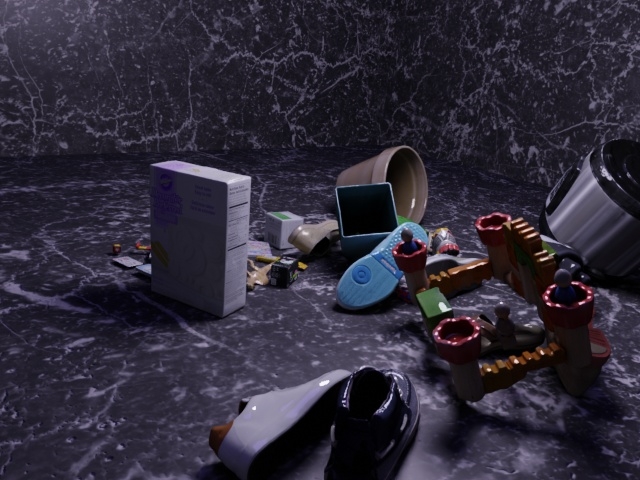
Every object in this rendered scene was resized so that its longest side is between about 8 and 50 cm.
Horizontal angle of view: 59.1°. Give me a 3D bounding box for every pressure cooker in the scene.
[{"bbox_3d":[0.929,-0.067,1.834,0.370,0.420,0.375,8,51,-13],"label":"pressure cooker"}]

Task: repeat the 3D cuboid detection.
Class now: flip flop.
[{"bbox_3d":[0.387,0.209,1.304,0.277,0.080,0.112,-3,19,-6],"label":"flip flop"}]

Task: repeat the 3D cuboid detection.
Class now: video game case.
[{"bbox_3d":[-0.203,0.028,1.791,0.087,0.011,0.122,3,19,-11],"label":"video game case"}]

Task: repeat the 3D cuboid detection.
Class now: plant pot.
[{"bbox_3d":[0.222,-0.196,2.216,0.280,0.323,0.323,-1,10,38],"label":"plant pot"},{"bbox_3d":[0.131,-0.041,1.729,0.166,0.165,0.234,-5,-25,-4],"label":"plant pot"}]

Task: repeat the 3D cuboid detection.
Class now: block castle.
[{"bbox_3d":[0.344,0.096,1.196,0.303,0.213,0.453,-18,23,2],"label":"block castle"}]

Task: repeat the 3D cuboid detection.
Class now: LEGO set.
[{"bbox_3d":[-0.478,0.036,1.608,0.244,0.060,0.182,18,18,33],"label":"LEGO set"}]

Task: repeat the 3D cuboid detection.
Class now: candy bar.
[{"bbox_3d":[-0.119,0.064,1.697,0.161,0.018,0.040,11,15,15],"label":"candy bar"}]

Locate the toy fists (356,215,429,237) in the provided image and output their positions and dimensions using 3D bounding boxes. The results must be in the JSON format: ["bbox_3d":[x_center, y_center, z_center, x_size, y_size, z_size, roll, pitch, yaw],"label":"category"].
[{"bbox_3d":[0.240,-0.027,1.972,0.279,0.096,0.142,-4,33,-31],"label":"toy fists"}]

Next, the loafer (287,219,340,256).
[{"bbox_3d":[0.000,0.000,1.817,0.092,0.102,0.268,51,31,19],"label":"loafer"}]

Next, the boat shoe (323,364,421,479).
[{"bbox_3d":[0.103,0.264,0.933,0.127,0.158,0.340,11,19,14],"label":"boat shoe"}]

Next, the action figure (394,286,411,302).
[{"bbox_3d":[0.245,0.149,1.522,0.115,0.038,0.030,19,5,32],"label":"action figure"}]

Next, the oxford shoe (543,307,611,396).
[{"bbox_3d":[0.548,0.209,1.277,0.123,0.130,0.348,14,24,11],"label":"oxford shoe"}]

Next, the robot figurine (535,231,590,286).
[{"bbox_3d":[0.652,0.074,1.659,0.174,0.209,0.278,-13,23,-15],"label":"robot figurine"}]

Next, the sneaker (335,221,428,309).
[{"bbox_3d":[0.149,0.097,1.553,0.319,0.208,0.127,-37,82,-23],"label":"sneaker"}]

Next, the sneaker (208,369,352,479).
[{"bbox_3d":[-0.059,0.273,0.934,0.123,0.106,0.290,22,25,34],"label":"sneaker"}]

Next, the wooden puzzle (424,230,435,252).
[{"bbox_3d":[0.398,0.009,1.933,0.116,0.078,0.014,13,-19,-11],"label":"wooden puzzle"}]

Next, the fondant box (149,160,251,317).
[{"bbox_3d":[-0.294,-0.009,1.360,0.238,0.330,0.096,15,20,27],"label":"fondant box"}]

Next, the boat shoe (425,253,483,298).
[{"bbox_3d":[0.353,0.093,1.618,0.320,0.118,0.103,-6,13,-44],"label":"boat shoe"}]

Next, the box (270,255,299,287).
[{"bbox_3d":[-0.099,0.086,1.563,0.052,0.062,0.083,10,19,18],"label":"box"}]

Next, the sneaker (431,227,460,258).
[{"bbox_3d":[0.389,0.020,1.761,0.088,0.092,0.225,-13,-17,3],"label":"sneaker"}]

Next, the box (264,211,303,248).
[{"bbox_3d":[-0.121,-0.035,1.861,0.087,0.102,0.101,-5,20,-37],"label":"box"}]

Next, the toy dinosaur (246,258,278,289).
[{"bbox_3d":[-0.181,0.092,1.569,0.093,0.053,0.183,26,30,11],"label":"toy dinosaur"}]
